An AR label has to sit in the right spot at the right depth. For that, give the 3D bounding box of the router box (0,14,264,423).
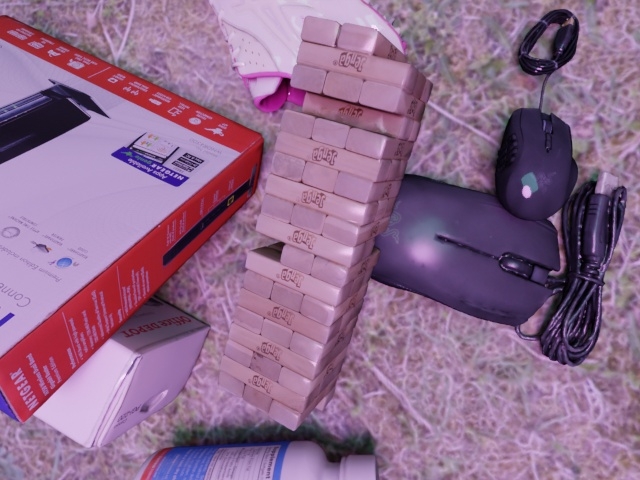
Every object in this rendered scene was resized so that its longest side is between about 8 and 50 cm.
[{"bbox_3d":[-0.269,-0.064,0.389,0.335,0.301,0.082,26,134,8],"label":"router box"}]

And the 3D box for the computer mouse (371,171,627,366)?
[{"bbox_3d":[0.151,0.003,0.427,0.272,0.072,0.188,14,89,8],"label":"computer mouse"}]

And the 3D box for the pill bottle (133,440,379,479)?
[{"bbox_3d":[-0.055,0.256,0.413,0.221,0.124,0.124,-5,86,7],"label":"pill bottle"}]

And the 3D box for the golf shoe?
[{"bbox_3d":[-0.063,-0.223,0.452,0.306,0.115,0.140,38,95,9],"label":"golf shoe"}]

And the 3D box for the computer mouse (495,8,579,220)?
[{"bbox_3d":[0.213,-0.129,0.412,0.071,0.041,0.242,15,72,5],"label":"computer mouse"}]

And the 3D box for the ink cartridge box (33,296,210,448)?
[{"bbox_3d":[-0.243,0.085,0.430,0.218,0.158,0.092,28,91,8],"label":"ink cartridge box"}]

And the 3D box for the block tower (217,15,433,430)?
[{"bbox_3d":[0.000,0.000,0.386,0.091,0.097,0.335,21,107,21],"label":"block tower"}]
